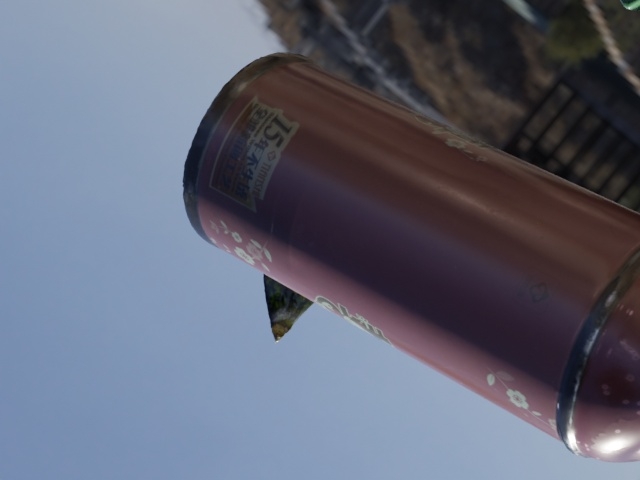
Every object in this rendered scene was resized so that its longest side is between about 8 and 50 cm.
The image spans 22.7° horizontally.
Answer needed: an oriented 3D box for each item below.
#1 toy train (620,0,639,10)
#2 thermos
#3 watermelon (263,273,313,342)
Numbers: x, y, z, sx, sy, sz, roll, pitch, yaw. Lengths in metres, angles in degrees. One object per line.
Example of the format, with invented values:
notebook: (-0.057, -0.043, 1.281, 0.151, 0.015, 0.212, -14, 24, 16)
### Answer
toy train: (0.278, -0.174, 0.864, 0.159, 0.272, 0.188, -7, -109, -46)
thermos: (0.092, 0.028, 0.748, 0.330, 0.109, 0.136, 28, 152, 33)
watermelon: (0.012, -0.006, 0.945, 0.069, 0.087, 0.163, -3, -163, 13)
